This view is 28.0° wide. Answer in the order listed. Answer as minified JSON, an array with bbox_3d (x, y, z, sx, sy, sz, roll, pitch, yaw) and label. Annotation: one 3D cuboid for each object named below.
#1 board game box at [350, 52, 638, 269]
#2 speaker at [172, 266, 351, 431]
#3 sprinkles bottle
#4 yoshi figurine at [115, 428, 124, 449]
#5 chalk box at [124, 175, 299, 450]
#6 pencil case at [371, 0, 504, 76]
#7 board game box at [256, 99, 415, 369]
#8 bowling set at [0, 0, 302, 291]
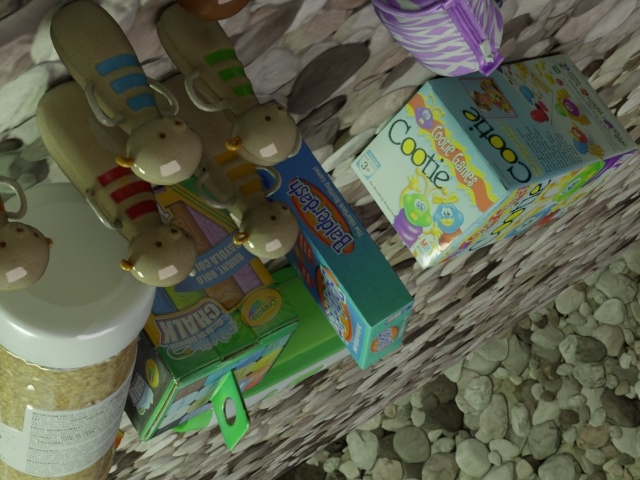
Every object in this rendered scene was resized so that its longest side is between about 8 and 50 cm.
[{"bbox_3d":[0.192,-0.091,1.384,0.275,0.144,0.142,-17,158,-48],"label":"board game box"},{"bbox_3d":[-0.066,0.116,1.505,0.296,0.131,0.131,-23,162,-36],"label":"speaker"},{"bbox_3d":[-0.202,0.097,0.984,0.121,0.121,0.355,-27,160,-27],"label":"sprinkles bottle"},{"bbox_3d":[-0.390,0.276,1.324,0.362,0.203,0.203,-47,-152,-7],"label":"yoshi figurine"},{"bbox_3d":[-0.113,0.075,1.099,0.132,0.213,0.132,-25,163,-32],"label":"chalk box"},{"bbox_3d":[0.089,-0.182,0.983,0.086,0.088,0.206,-40,164,10],"label":"pencil case"},{"bbox_3d":[0.000,0.000,1.118,0.047,0.210,0.160,-32,165,-11],"label":"board game box"},{"bbox_3d":[-0.092,-0.073,0.791,0.287,0.154,0.200,-19,159,-48],"label":"bowling set"}]
